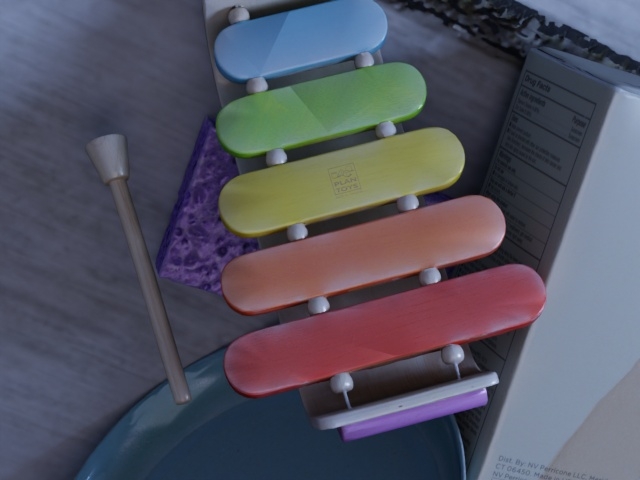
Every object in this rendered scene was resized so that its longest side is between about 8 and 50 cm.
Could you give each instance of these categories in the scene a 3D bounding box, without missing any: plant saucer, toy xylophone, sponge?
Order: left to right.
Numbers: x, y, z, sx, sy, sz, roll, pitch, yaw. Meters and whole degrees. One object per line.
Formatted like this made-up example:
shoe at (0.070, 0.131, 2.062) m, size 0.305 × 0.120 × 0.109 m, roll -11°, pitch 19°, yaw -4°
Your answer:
plant saucer at (-0.043, 0.200, 1.265) m, size 0.317 × 0.318 × 0.044 m, roll -31°, pitch 133°, yaw 6°
toy xylophone at (-0.012, -0.015, 1.214) m, size 0.236 × 0.081 × 0.323 m, roll -22°, pitch 74°, yaw -9°
sponge at (0.000, 0.000, 1.328) m, size 0.210 × 0.031 × 0.117 m, roll 18°, pitch 108°, yaw -14°

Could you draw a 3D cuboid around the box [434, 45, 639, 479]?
box at (0.166, 0.041, 1.276) m, size 0.121 × 0.148 × 0.311 m, roll 15°, pitch 102°, yaw -20°
